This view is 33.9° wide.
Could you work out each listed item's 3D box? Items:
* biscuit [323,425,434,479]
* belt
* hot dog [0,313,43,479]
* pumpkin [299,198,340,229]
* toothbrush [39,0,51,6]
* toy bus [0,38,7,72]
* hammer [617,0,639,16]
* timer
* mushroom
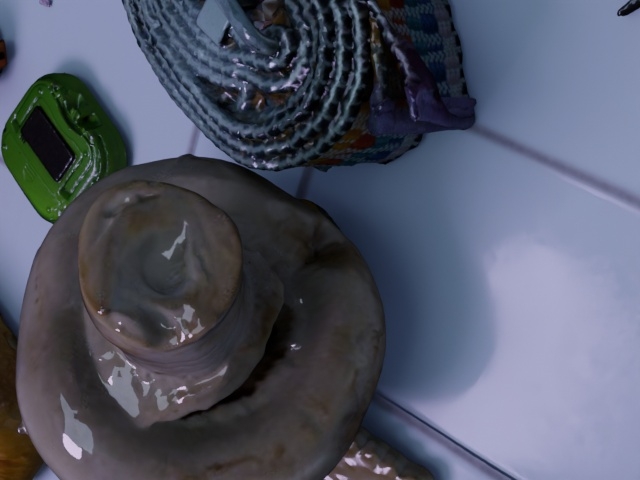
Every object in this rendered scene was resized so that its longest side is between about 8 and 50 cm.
[{"bbox_3d":[-0.067,0.205,0.954,0.325,0.044,0.217,31,112,16],"label":"biscuit"},{"bbox_3d":[-0.032,-0.174,0.810,0.207,0.160,0.295,-37,77,33],"label":"belt"},{"bbox_3d":[-0.479,0.124,1.137,0.405,0.223,0.185,49,124,18],"label":"hot dog"},{"bbox_3d":[0.000,0.000,0.900,0.050,0.028,0.083,-21,98,36],"label":"pumpkin"},{"bbox_3d":[-0.311,-0.258,1.080,0.097,0.006,0.008,27,116,28],"label":"toothbrush"},{"bbox_3d":[-0.488,-0.172,1.142,0.329,0.143,0.153,12,115,31],"label":"toy bus"},{"bbox_3d":[0.160,-0.215,0.756,0.201,0.021,0.078,21,110,30],"label":"hammer"},{"bbox_3d":[-0.260,-0.090,1.052,0.128,0.047,0.140,-46,73,31],"label":"timer"},{"bbox_3d":[-0.084,0.063,0.765,0.292,0.292,0.290,61,164,10],"label":"mushroom"}]
